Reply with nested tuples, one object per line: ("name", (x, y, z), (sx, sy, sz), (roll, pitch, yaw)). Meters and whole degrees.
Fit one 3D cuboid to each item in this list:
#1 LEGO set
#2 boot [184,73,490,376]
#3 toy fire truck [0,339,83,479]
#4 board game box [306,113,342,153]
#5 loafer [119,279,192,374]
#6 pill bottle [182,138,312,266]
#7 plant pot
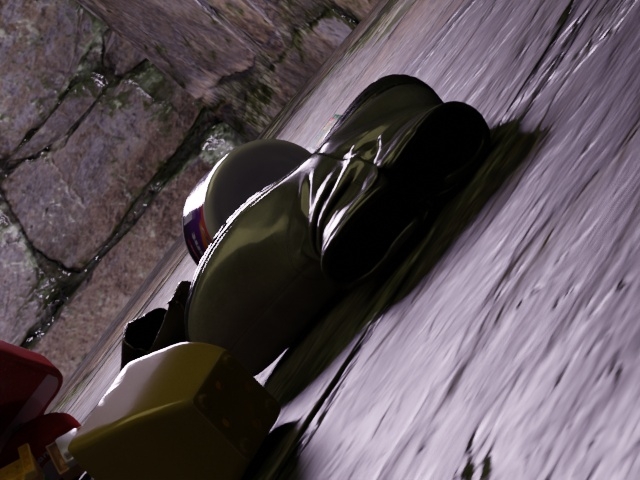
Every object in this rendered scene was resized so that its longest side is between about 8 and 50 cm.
("LEGO set", (-0.313, 0.300, 1.636), (0.132, 0.107, 0.287), (8, 45, 41))
("boot", (0.000, 0.000, 1.052), (0.246, 0.083, 0.161), (-51, 11, 8))
("toy fire truck", (-0.398, 0.214, 1.716), (0.302, 0.169, 0.254), (-51, -34, 5))
("board game box", (-0.007, -0.071, 1.768), (0.136, 0.030, 0.259), (-49, 6, 0))
("loafer", (-0.134, 0.094, 1.448), (0.220, 0.078, 0.080), (-45, 8, 41))
("pill bottle", (-0.056, -0.017, 1.406), (0.108, 0.108, 0.193), (-52, 6, -12))
("plant pot", (-0.070, 0.104, 0.941), (0.083, 0.081, 0.081), (-30, 18, 39))
